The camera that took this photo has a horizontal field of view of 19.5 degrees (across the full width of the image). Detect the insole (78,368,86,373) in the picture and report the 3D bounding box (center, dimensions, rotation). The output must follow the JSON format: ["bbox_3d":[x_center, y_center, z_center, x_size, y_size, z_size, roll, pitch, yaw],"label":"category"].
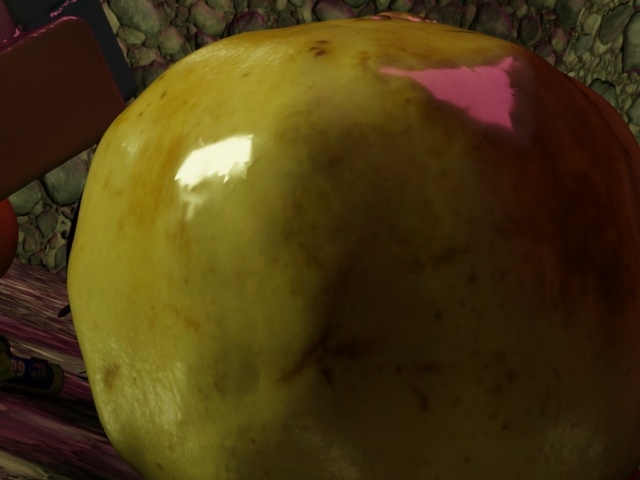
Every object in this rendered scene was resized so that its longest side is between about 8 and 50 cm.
[{"bbox_3d":[-0.128,0.091,1.548,0.188,0.004,0.064,-16,-4,32],"label":"insole"}]

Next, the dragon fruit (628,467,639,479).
[{"bbox_3d":[0.152,0.171,1.170,0.236,0.135,0.137,55,31,12],"label":"dragon fruit"}]

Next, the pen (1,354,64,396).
[{"bbox_3d":[-0.235,0.082,1.237,0.025,0.025,0.204,19,-1,28],"label":"pen"}]

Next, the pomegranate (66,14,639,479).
[{"bbox_3d":[0.033,0.032,1.000,0.332,0.332,0.332,20,-1,1],"label":"pomegranate"}]

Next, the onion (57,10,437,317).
[{"bbox_3d":[-0.016,0.025,1.325,0.353,0.354,0.353,20,-1,1],"label":"onion"}]

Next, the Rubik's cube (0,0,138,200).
[{"bbox_3d":[-0.346,-0.145,1.304,0.368,0.358,0.387,-23,19,0],"label":"Rubik's cube"}]

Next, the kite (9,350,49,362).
[{"bbox_3d":[-0.327,0.061,1.464,0.169,0.015,0.310,21,-4,-36],"label":"kite"}]

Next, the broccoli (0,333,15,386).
[{"bbox_3d":[-0.299,-0.005,1.005,0.275,0.177,0.198,34,0,28],"label":"broccoli"}]

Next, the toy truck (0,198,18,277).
[{"bbox_3d":[-0.388,-0.077,1.723,0.239,0.265,0.189,10,3,-17],"label":"toy truck"}]
